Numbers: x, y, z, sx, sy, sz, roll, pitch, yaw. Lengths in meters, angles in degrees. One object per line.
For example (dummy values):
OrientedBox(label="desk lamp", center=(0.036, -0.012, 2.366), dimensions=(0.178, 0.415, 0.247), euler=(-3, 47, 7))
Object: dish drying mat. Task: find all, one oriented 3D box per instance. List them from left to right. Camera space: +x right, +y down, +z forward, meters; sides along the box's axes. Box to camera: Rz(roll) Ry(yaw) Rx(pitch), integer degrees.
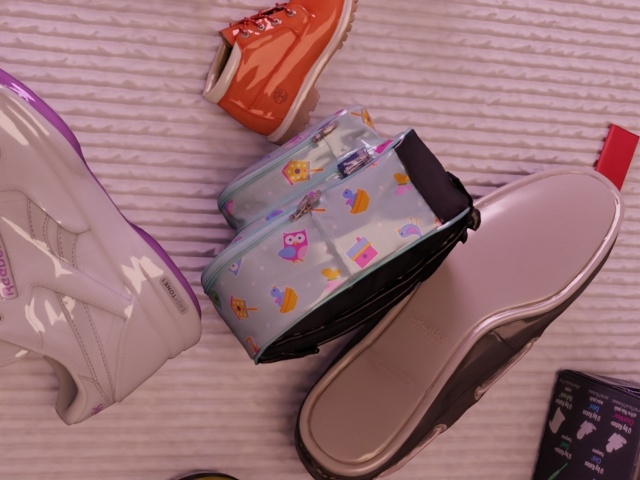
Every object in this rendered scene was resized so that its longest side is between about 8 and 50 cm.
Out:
OrientedBox(label="dish drying mat", center=(0.242, -0.054, 1.326), dimensions=(0.032, 0.008, 0.083), euler=(21, 87, -26))

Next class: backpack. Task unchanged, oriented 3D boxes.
OrientedBox(label="backpack", center=(0.000, 0.000, 1.137), dimensions=(0.188, 0.166, 0.144), euler=(-41, 87, -6))

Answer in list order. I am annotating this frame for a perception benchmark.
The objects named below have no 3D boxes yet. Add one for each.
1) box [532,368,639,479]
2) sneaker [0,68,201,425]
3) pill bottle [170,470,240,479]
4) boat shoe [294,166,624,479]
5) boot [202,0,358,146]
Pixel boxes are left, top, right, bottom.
OrientedBox(label="box", center=(0.267, 0.260, 1.303), dimensions=(0.165, 0.143, 0.270), euler=(13, 92, -23))
OrientedBox(label="sneaker", center=(-0.211, -0.003, 1.070), dimensions=(0.152, 0.114, 0.305), euler=(-43, 111, -15))
OrientedBox(label="pill bottle", center=(-0.054, 0.245, 1.122), dimensions=(0.119, 0.208, 0.119), euler=(-4, 99, -24))
OrientedBox(label="boat shoe", center=(0.105, 0.068, 1.247), dimensions=(0.112, 0.095, 0.335), euler=(43, 72, 14))
OrientedBox(label="boot", center=(-0.028, -0.156, 1.167), dimensions=(0.084, 0.059, 0.158), euler=(25, 87, -20))
